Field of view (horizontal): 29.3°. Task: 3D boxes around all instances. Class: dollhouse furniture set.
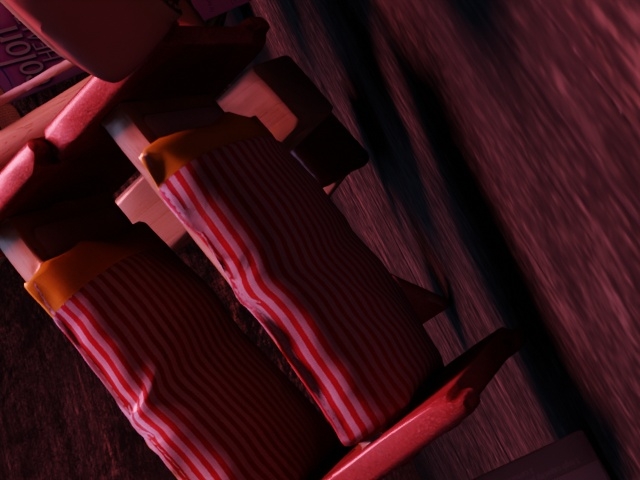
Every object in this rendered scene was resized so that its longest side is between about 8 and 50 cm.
[{"bbox_3d":[0.000,0.000,0.650,0.201,0.152,0.374,50,-159,3],"label":"dollhouse furniture set"}]

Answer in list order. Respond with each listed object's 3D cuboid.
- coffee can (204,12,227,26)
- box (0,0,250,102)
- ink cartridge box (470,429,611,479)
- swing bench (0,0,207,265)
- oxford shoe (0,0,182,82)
[{"bbox_3d":[-0.214,-0.312,1.478,0.275,0.202,0.201,-141,27,-85],"label":"coffee can"},{"bbox_3d":[-0.182,-0.248,0.884,0.117,0.243,0.213,69,178,-66],"label":"box"},{"bbox_3d":[0.103,0.195,0.487,0.062,0.109,0.209,69,176,-66],"label":"ink cartridge box"},{"bbox_3d":[-0.202,-0.147,0.666,0.253,0.255,0.165,61,-156,10],"label":"swing bench"},{"bbox_3d":[-0.136,-0.247,0.394,0.397,0.146,0.140,53,-174,-4],"label":"oxford shoe"}]
